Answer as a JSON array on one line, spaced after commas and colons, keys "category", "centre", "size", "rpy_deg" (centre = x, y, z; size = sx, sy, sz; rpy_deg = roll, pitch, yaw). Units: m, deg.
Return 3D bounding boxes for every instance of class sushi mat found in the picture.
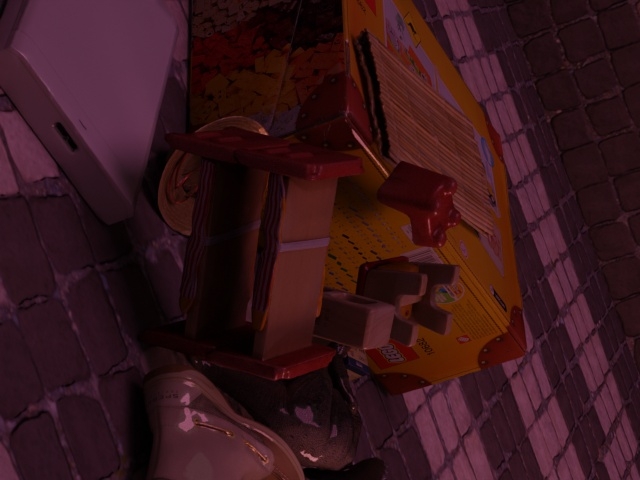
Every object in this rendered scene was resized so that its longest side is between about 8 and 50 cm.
[{"category": "sushi mat", "centre": [0.122, -0.112, 1.884], "size": [0.316, 0.019, 0.151], "rpy_deg": [31, 45, -60]}]

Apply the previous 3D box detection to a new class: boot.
[{"category": "boot", "centre": [-0.088, 0.229, 1.504], "size": [0.213, 0.077, 0.165], "rpy_deg": [47, 29, -38]}]

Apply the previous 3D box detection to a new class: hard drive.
[{"category": "hard drive", "centre": [-0.217, -0.186, 1.603], "size": [0.203, 0.040, 0.307], "rpy_deg": [57, 24, -33]}]

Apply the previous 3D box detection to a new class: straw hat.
[{"category": "straw hat", "centre": [-0.121, -0.076, 1.707], "size": [0.061, 0.144, 0.144], "rpy_deg": [34, -7, 39]}]

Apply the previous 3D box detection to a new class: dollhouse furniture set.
[{"category": "dollhouse furniture set", "centre": [0.000, 0.000, 1.642], "size": [0.374, 0.152, 0.201], "rpy_deg": [-9, 111, -61]}]

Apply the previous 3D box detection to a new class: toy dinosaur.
[{"category": "toy dinosaur", "centre": [-0.016, 0.170, 1.688], "size": [0.313, 0.121, 0.160], "rpy_deg": [51, 14, -52]}]

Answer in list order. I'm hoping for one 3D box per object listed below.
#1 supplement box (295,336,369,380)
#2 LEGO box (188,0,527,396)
[{"category": "supplement box", "centre": [-0.002, 0.113, 1.827], "size": [0.056, 0.083, 0.083], "rpy_deg": [32, 42, -61]}, {"category": "LEGO box", "centre": [0.051, -0.109, 2.009], "size": [0.500, 0.193, 0.372], "rpy_deg": [50, 28, -44]}]
